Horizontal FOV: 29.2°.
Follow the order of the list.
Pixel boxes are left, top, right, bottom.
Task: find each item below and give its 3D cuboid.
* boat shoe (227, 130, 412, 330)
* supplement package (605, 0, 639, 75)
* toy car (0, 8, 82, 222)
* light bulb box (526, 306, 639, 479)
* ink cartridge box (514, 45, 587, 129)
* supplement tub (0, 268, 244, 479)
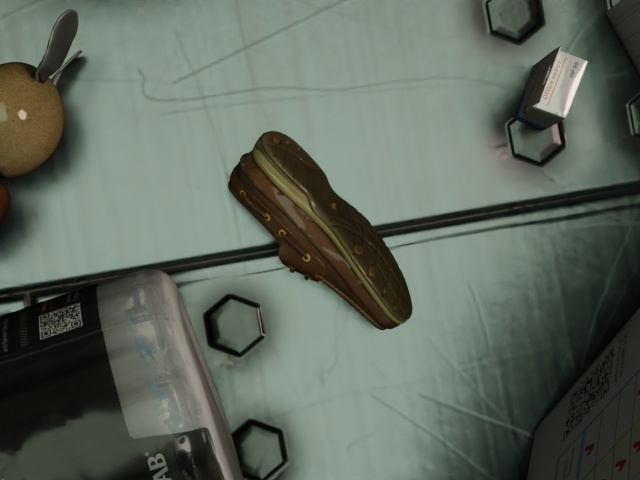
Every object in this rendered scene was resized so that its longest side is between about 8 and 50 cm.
[{"bbox_3d":[0.000,0.000,0.937,0.060,0.064,0.178,-41,89,27],"label":"boat shoe"},{"bbox_3d":[0.345,-0.108,0.919,0.139,0.134,0.244,-27,89,-4],"label":"supplement package"},{"bbox_3d":[-0.246,-0.094,0.882,0.149,0.155,0.188,46,77,-1],"label":"toy car"},{"bbox_3d":[0.296,0.160,0.731,0.225,0.358,0.361,30,124,-2],"label":"light bulb box"},{"bbox_3d":[0.177,-0.115,0.934,0.028,0.083,0.048,21,87,-2],"label":"ink cartridge box"},{"bbox_3d":[-0.232,0.163,0.838,0.338,0.207,0.207,-18,89,-4],"label":"supplement tub"}]
